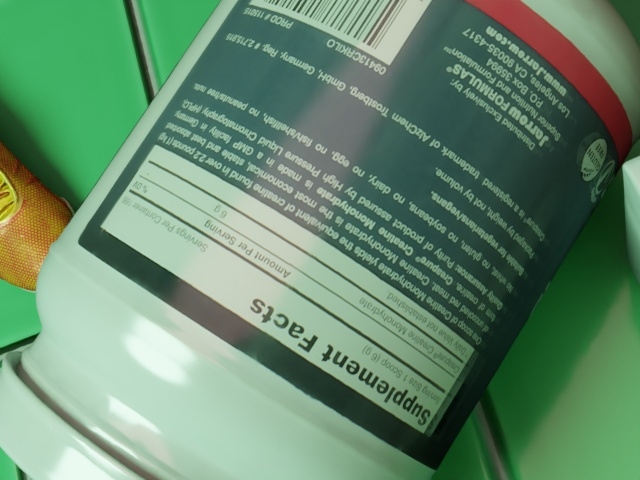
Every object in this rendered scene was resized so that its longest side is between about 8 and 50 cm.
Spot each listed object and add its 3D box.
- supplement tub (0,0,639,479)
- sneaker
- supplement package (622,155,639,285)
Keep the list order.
[{"bbox_3d":[0.000,0.000,0.441,0.191,0.191,0.272,30,84,24],"label":"supplement tub"},{"bbox_3d":[-0.203,-0.033,0.585,0.064,0.067,0.175,-46,67,-3],"label":"sneaker"},{"bbox_3d":[0.262,-0.005,0.390,0.244,0.134,0.139,-26,67,8],"label":"supplement package"}]
